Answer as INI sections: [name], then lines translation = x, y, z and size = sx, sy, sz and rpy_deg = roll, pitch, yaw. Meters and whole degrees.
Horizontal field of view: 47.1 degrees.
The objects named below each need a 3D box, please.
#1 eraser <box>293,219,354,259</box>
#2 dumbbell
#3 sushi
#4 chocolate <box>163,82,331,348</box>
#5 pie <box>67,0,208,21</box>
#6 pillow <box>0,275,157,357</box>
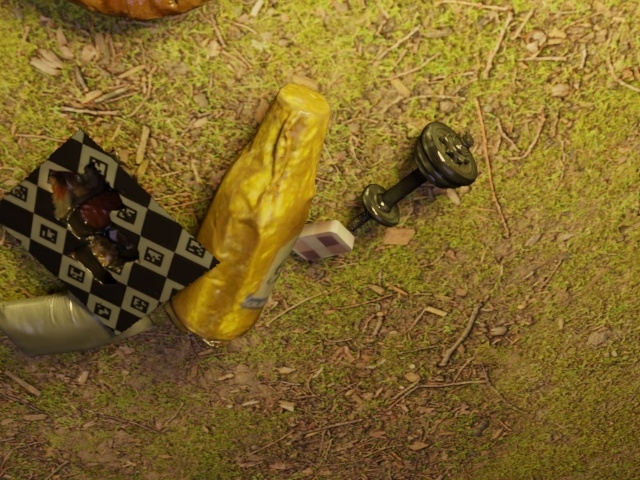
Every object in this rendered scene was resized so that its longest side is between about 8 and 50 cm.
[eraser]
translation = 0.000, 0.000, 1.220
size = 0.105, 0.026, 0.065
rpy_deg = -13, 140, 37
[dumbbell]
translation = 0.133, -0.084, 1.132
size = 0.110, 0.110, 0.254
rpy_deg = 31, 129, -30
[sushi]
translation = -0.329, -0.014, 1.150
size = 0.294, 0.059, 0.292
rpy_deg = -30, 111, 34
[chocolate]
translation = -0.106, -0.031, 1.114
size = 0.162, 0.162, 0.445
rpy_deg = 14, 129, -18
[pie]
translation = -0.217, -0.398, 0.812
size = 0.340, 0.083, 0.339
rpy_deg = -4, 132, -5
[pillow]
translation = -0.433, 0.133, 1.290
size = 0.254, 0.078, 0.144
rpy_deg = -13, 124, 5
